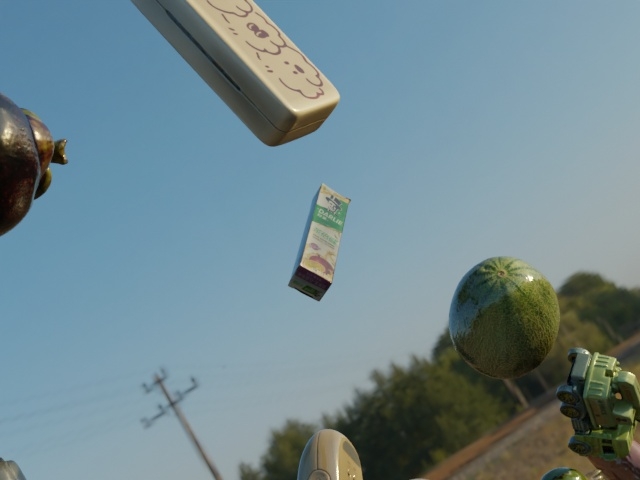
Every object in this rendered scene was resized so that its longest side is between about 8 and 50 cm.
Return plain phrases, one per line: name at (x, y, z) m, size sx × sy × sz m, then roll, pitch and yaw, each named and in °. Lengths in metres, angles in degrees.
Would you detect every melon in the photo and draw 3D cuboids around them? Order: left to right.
melon at (0.229, 0.100, 1.504) m, size 0.139 × 0.139 × 0.192 m, roll -28°, pitch -38°, yaw -12°

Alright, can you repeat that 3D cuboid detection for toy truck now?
toy truck at (0.364, 0.211, 1.539) m, size 0.077 × 0.100 × 0.169 m, roll -62°, pitch -35°, yaw -36°

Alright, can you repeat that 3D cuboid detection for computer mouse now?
computer mouse at (0.016, 0.407, 1.846) m, size 0.082 × 0.237 × 0.145 m, roll -14°, pitch -35°, yaw 16°

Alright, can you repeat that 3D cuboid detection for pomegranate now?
pomegranate at (0.315, 0.319, 1.528) m, size 0.084 × 0.073 × 0.073 m, roll -9°, pitch -23°, yaw -42°

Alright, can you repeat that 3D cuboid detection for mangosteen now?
mangosteen at (-0.630, -0.139, 2.150) m, size 0.297 × 0.297 × 0.313 m, roll -32°, pitch 7°, yaw 8°

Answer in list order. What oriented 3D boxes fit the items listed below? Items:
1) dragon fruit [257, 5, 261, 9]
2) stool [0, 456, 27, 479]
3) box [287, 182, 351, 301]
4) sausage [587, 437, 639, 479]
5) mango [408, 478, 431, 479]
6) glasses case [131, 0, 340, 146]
dragon fruit at (-0.179, -0.342, 1.919) m, size 0.207 × 0.150 × 0.133 m, roll 25°, pitch -80°, yaw -42°
stool at (-0.426, 0.352, 1.606) m, size 0.096 × 0.110 × 0.096 m, roll -27°, pitch -17°, yaw -9°
box at (0.000, 0.000, 1.593) m, size 0.041 × 0.050 × 0.207 m, roll -55°, pitch 11°, yaw 33°
sausage at (0.554, 0.405, 1.811) m, size 0.088 × 0.433 × 0.088 m, roll -39°, pitch -27°, yaw -25°
mango at (0.188, 0.509, 2.105) m, size 0.119 × 0.177 × 0.317 m, roll -7°, pitch -31°, yaw 30°
glasses case at (-0.128, -0.286, 1.747) m, size 0.144 × 0.336 × 0.076 m, roll -30°, pitch -16°, yaw -53°
